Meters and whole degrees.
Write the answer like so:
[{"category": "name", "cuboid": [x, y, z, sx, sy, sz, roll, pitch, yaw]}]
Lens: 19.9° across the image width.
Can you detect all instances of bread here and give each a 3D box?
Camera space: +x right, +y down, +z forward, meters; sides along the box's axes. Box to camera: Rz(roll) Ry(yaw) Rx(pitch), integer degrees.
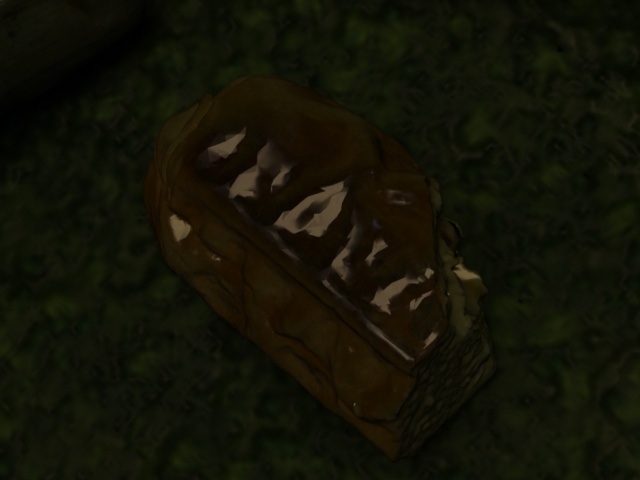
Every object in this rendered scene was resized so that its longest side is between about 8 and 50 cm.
[{"category": "bread", "cuboid": [0.000, 0.000, 0.491, 0.110, 0.060, 0.066, 41, 115, 22]}]

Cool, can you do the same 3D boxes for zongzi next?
[{"category": "zongzi", "cuboid": [-0.112, -0.094, 0.551, 0.154, 0.062, 0.130, -36, 57, -7]}]
